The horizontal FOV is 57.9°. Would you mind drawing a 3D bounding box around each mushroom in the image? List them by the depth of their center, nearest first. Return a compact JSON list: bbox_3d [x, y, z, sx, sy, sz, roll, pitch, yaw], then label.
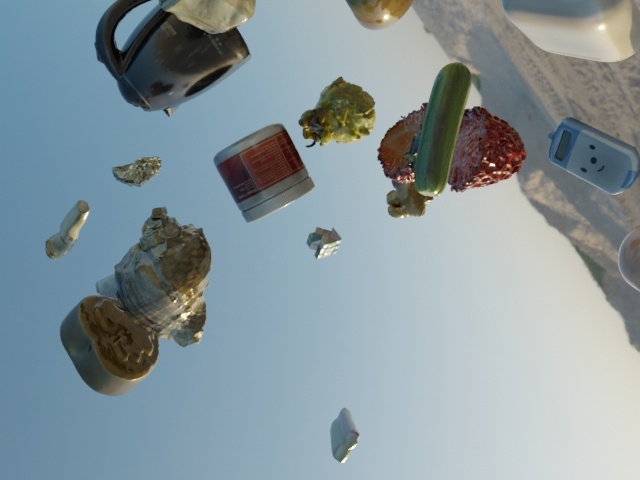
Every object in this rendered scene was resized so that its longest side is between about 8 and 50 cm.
[{"bbox_3d":[-0.569,-0.024,1.304,0.054,0.202,0.059,-3,-117,-46],"label":"mushroom"}]

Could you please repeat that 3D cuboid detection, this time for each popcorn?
[{"bbox_3d":[0.050,-0.322,1.542,0.168,0.195,0.173,44,173,-16],"label":"popcorn"}]

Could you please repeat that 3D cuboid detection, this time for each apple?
[{"bbox_3d":[0.168,-0.734,1.622,0.257,0.233,0.257,57,-169,-16],"label":"apple"}]

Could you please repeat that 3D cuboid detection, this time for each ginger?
[{"bbox_3d":[0.304,-0.169,1.932,0.102,0.157,0.216,46,-133,-53],"label":"ginger"}]

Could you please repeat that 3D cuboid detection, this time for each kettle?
[{"bbox_3d":[-0.343,-0.430,1.284,0.207,0.290,0.268,49,176,48],"label":"kettle"}]

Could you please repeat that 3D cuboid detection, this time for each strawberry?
[{"bbox_3d":[0.228,-0.217,1.364,0.106,0.188,0.286,24,-177,-14],"label":"strawberry"},{"bbox_3d":[0.431,-0.228,1.498,0.177,0.234,0.234,8,-141,-14],"label":"strawberry"}]

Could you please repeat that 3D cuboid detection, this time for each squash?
[{"bbox_3d":[0.205,-0.188,0.978,0.066,0.066,0.229,12,-89,-63],"label":"squash"}]

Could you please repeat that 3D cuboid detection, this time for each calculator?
[{"bbox_3d":[0.584,-0.184,1.251,0.210,0.039,0.121,39,147,30],"label":"calculator"}]

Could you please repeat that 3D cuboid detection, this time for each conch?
[{"bbox_3d":[-0.317,0.079,1.174,0.159,0.209,0.292,146,112,-81],"label":"conch"}]

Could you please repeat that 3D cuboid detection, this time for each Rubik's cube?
[{"bbox_3d":[0.002,-0.002,1.474,0.084,0.075,0.073,-1,-132,-44],"label":"Rubik's cube"}]

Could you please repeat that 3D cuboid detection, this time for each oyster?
[{"bbox_3d":[-0.354,-0.134,1.133,0.037,0.100,0.098,59,159,12],"label":"oyster"}]

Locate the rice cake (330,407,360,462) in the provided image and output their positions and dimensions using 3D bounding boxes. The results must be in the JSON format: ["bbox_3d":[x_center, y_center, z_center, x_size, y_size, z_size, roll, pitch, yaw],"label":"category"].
[{"bbox_3d":[0.057,0.474,1.429,0.042,0.080,0.222,31,178,0],"label":"rice cake"}]

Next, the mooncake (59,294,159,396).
[{"bbox_3d":[-0.477,0.239,1.358,0.235,0.117,0.235,43,-162,-18],"label":"mooncake"}]

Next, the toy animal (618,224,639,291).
[{"bbox_3d":[0.794,-0.018,1.230,0.237,0.326,0.270,8,-118,-46],"label":"toy animal"}]

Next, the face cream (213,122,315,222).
[{"bbox_3d":[-0.141,-0.170,1.441,0.187,0.201,0.201,62,-161,-9],"label":"face cream"}]

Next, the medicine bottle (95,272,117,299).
[{"bbox_3d":[-0.532,0.129,1.667,0.119,0.187,0.095,40,-153,-74],"label":"medicine bottle"}]

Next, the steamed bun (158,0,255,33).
[{"bbox_3d":[-0.221,-0.473,0.990,0.144,0.211,0.218,-13,-66,-48],"label":"steamed bun"}]

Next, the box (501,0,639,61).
[{"bbox_3d":[0.615,-0.545,1.404,0.288,0.141,0.348,25,-167,37],"label":"box"}]
